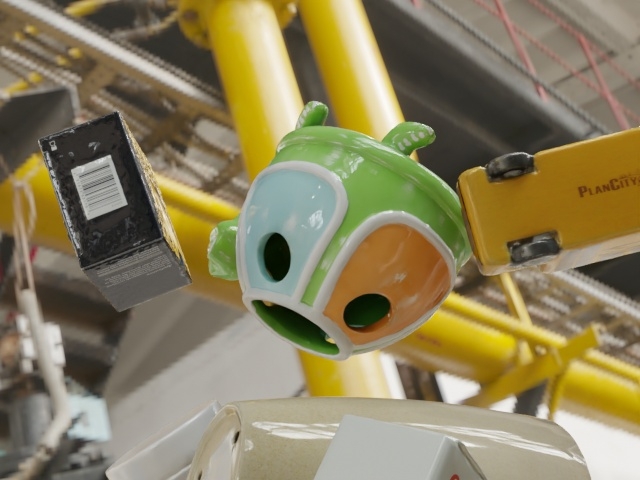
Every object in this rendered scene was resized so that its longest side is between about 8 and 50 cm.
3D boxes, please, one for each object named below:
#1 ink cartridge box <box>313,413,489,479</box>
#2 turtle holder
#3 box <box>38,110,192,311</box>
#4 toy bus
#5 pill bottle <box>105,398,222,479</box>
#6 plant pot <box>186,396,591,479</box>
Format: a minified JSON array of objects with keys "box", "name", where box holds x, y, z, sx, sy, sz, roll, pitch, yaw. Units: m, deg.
[{"box":[0.036,0.237,0.808,0.087,0.208,0.153,9,-31,35],"name":"ink cartridge box"},{"box":[0.001,-0.007,1.408,0.227,0.320,0.243,-58,-25,-19],"name":"turtle holder"},{"box":[-0.214,-0.028,1.354,0.093,0.156,0.158,-21,-20,-2],"name":"box"},{"box":[0.309,-0.047,1.294,0.333,0.108,0.130,-14,-14,0],"name":"toy bus"},{"box":[-0.080,0.346,1.362,0.188,0.334,0.188,-33,0,0],"name":"pill bottle"},{"box":[0.036,0.229,1.035,0.274,0.256,0.256,21,-43,-19],"name":"plant pot"}]
